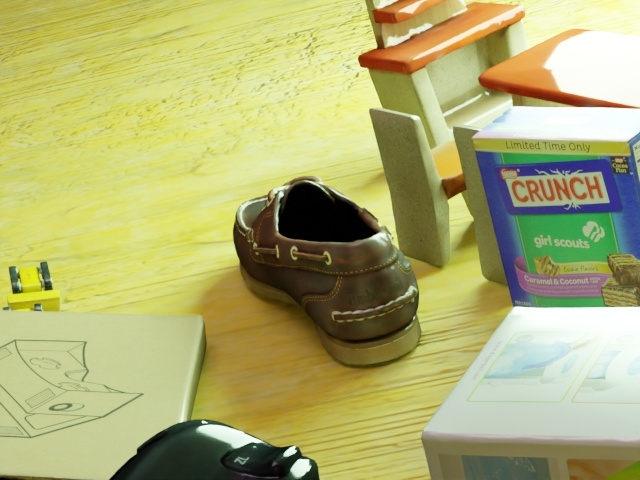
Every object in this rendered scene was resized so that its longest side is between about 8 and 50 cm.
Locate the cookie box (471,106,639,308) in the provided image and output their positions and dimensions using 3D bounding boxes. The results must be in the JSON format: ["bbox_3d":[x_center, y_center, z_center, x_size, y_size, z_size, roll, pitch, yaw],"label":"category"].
[{"bbox_3d":[0.132,-0.010,0.981,0.092,0.107,0.040,4,29,40],"label":"cookie box"}]

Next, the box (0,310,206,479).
[{"bbox_3d":[-0.145,0.081,0.994,0.164,0.021,0.201,1,19,1],"label":"box"}]

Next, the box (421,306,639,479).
[{"bbox_3d":[0.155,0.094,0.711,0.203,0.114,0.103,-2,24,28],"label":"box"}]

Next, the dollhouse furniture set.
[{"bbox_3d":[0.134,-0.104,1.167,0.262,0.135,0.259,-28,25,-28],"label":"dollhouse furniture set"}]

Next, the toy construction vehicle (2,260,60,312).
[{"bbox_3d":[-0.193,0.050,1.158,0.086,0.035,0.098,-8,23,-12],"label":"toy construction vehicle"}]

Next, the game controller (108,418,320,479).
[{"bbox_3d":[-0.048,0.181,0.603,0.067,0.166,0.319,-40,6,36],"label":"game controller"}]

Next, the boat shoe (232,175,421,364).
[{"bbox_3d":[0.000,0.000,1.093,0.073,0.073,0.207,-23,22,-16],"label":"boat shoe"}]
